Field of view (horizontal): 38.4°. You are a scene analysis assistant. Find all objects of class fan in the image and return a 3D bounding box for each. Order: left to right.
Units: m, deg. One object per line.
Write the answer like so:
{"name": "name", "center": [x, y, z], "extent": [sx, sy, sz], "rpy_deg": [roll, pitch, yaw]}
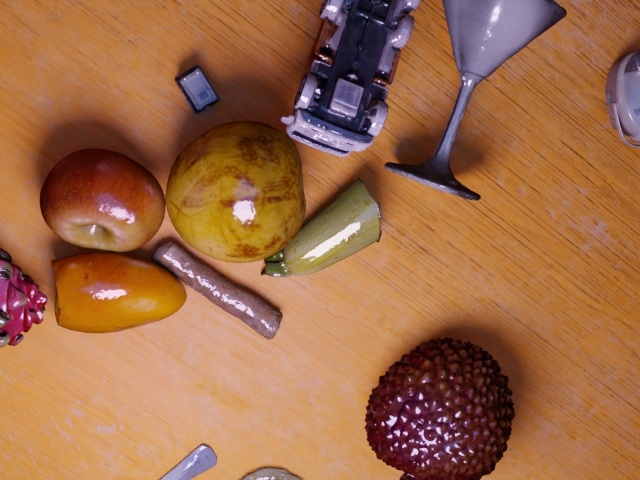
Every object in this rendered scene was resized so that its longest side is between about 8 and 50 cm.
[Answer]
{"name": "fan", "center": [-0.347, 0.524, 1.952], "extent": [0.282, 0.023, 0.057], "rpy_deg": [-32, 104, -5]}

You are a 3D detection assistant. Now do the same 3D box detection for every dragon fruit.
{"name": "dragon fruit", "center": [-0.666, 0.093, 1.755], "extent": [0.272, 0.218, 0.198], "rpy_deg": [53, 43, -8]}

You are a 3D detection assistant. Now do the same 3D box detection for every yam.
{"name": "yam", "center": [-0.210, 0.100, 1.885], "extent": [0.300, 0.066, 0.066], "rpy_deg": [34, 92, -13]}

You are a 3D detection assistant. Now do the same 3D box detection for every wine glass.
{"name": "wine glass", "center": [0.288, -0.301, 1.821], "extent": [0.267, 0.267, 0.406], "rpy_deg": [17, 101, -11]}

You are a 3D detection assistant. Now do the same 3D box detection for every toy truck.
{"name": "toy truck", "center": [0.055, -0.351, 1.744], "extent": [0.173, 0.207, 0.387], "rpy_deg": [20, 75, -12]}

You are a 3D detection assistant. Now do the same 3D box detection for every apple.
{"name": "apple", "center": [-0.411, -0.080, 1.753], "extent": [0.235, 0.210, 0.173], "rpy_deg": [16, 59, -8]}

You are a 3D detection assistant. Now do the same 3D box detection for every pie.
{"name": "pie", "center": [-0.110, 0.580, 1.988], "extent": [0.187, 0.041, 0.186], "rpy_deg": [-2, 99, -10]}

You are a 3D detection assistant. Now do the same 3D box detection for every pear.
{"name": "pear", "center": [-0.159, -0.091, 1.760], "extent": [0.281, 0.281, 0.280], "rpy_deg": [-1, 99, -9]}

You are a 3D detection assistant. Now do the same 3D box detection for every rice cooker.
{"name": "rice cooker", "center": [0.678, -0.301, 1.936], "extent": [0.145, 0.127, 0.206], "rpy_deg": [-11, 104, -7]}

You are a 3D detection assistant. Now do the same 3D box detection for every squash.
{"name": "squash", "center": [0.011, 0.012, 1.885], "extent": [0.287, 0.137, 0.137], "rpy_deg": [-40, 103, 5]}

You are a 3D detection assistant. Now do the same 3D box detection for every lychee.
{"name": "lychee", "center": [0.245, 0.361, 1.885], "extent": [0.306, 0.306, 0.330], "rpy_deg": [24, 82, -12]}

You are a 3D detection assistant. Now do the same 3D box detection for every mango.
{"name": "mango", "center": [-0.390, 0.104, 1.803], "extent": [0.257, 0.138, 0.187], "rpy_deg": [-5, 131, -13]}

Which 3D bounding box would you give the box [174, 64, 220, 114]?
{"name": "box", "center": [-0.243, -0.299, 1.816], "extent": [0.060, 0.063, 0.084], "rpy_deg": [-31, 101, -3]}
